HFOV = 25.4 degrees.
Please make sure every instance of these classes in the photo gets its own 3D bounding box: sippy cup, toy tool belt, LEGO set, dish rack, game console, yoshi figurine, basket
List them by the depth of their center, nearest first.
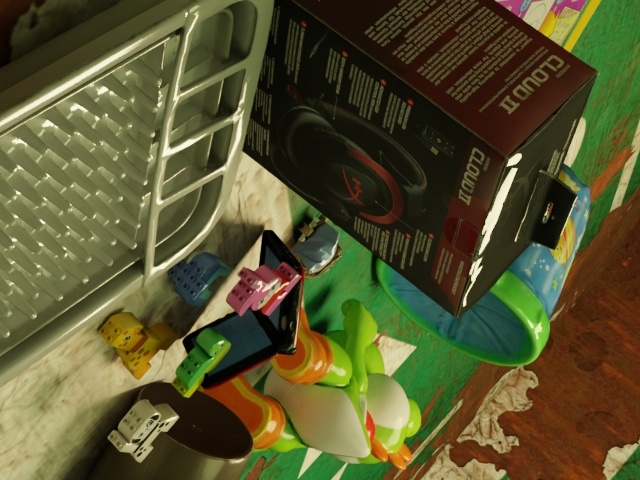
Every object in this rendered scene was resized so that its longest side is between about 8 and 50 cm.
[{"bbox_3d":[-0.179,-0.034,0.940,0.333,0.072,0.285,-38,159,-36],"label":"dish rack"},{"bbox_3d":[-0.135,0.083,1.260,0.227,0.087,0.093,-50,155,6],"label":"LEGO set"},{"bbox_3d":[-0.076,0.062,1.348,0.144,0.085,0.124,-133,-132,-68],"label":"game console"},{"bbox_3d":[-0.174,0.271,1.432,0.227,0.154,0.204,-62,162,18],"label":"basket"},{"bbox_3d":[0.000,0.000,1.480,0.083,0.052,0.051,-53,171,1],"label":"toy tool belt"},{"bbox_3d":[-0.008,0.166,1.676,0.362,0.203,0.203,30,57,-58],"label":"yoshi figurine"},{"bbox_3d":[0.223,0.002,1.788,0.305,0.240,0.224,-6,-135,58],"label":"sippy cup"}]

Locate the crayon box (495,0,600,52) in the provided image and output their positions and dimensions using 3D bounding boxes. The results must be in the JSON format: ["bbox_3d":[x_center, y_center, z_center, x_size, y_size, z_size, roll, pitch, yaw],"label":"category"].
[{"bbox_3d":[0.163,-0.247,1.314,0.363,0.106,0.313,-22,144,-56],"label":"crayon box"}]

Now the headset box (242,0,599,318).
[{"bbox_3d":[0.061,-0.093,1.053,0.110,0.293,0.218,-42,159,-26],"label":"headset box"}]
